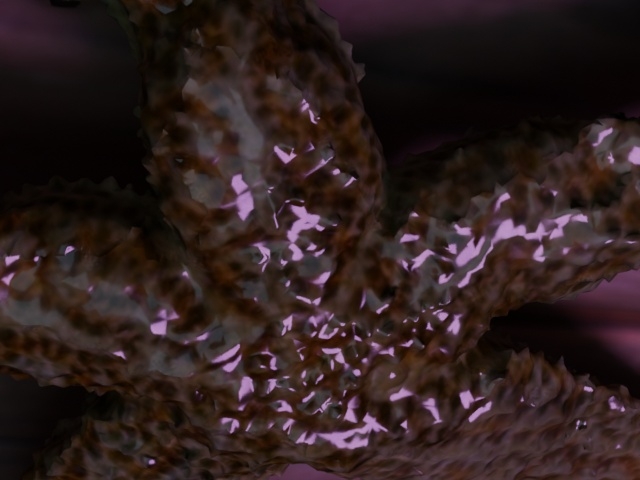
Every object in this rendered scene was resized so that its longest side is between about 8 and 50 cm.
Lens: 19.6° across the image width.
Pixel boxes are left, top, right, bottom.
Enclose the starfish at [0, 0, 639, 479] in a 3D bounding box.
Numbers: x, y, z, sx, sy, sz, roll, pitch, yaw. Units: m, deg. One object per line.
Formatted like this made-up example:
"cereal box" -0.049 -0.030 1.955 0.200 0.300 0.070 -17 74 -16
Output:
"starfish" 0.002 0.001 0.493 0.358 0.078 0.347 -22 126 9
